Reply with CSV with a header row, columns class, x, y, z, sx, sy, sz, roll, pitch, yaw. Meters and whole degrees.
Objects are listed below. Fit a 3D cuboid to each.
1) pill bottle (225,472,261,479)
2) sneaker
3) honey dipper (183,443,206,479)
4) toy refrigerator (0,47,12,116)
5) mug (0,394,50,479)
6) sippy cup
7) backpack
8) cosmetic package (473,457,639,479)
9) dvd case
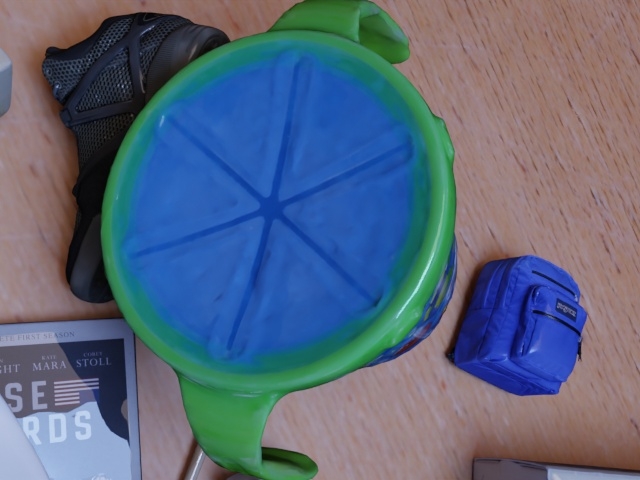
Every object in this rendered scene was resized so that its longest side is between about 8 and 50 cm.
class,x,y,z,sx,sy,sz,roll,pitch,yaw
pill bottle,-0.027,0.254,0.643,0.086,0.086,0.151,-10,85,-27
sneaker,-0.162,-0.071,0.645,0.087,0.130,0.227,1,112,-64
honey dipper,-0.090,0.154,0.666,0.031,0.030,0.160,25,75,-20
toy refrigerator,-0.345,-0.063,0.546,0.102,0.094,0.269,47,64,-3
mug,-0.304,0.210,0.360,0.328,0.374,0.276,-34,128,-9
sippy cup,0.000,0.000,0.607,0.305,0.224,0.240,-45,67,5
backpack,0.197,0.076,0.780,0.098,0.101,0.120,30,65,-25
cosmetic package,0.296,0.269,0.729,0.296,0.153,0.129,8,78,-10
dvd case,-0.218,0.179,0.596,0.179,0.030,0.238,-1,81,-27
